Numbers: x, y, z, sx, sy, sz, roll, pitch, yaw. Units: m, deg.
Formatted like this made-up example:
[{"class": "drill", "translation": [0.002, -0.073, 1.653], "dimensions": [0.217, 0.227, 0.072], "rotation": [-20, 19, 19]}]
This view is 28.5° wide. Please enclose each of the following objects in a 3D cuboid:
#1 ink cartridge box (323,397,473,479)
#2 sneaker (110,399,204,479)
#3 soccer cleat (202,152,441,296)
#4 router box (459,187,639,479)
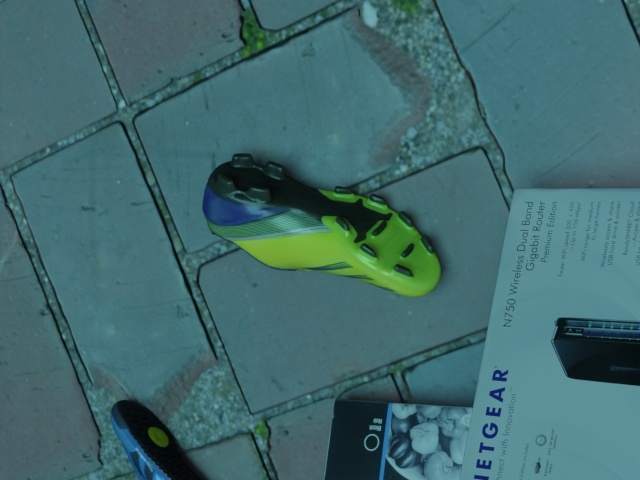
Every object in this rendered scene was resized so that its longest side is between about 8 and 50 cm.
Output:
[{"class": "ink cartridge box", "translation": [0.098, 0.282, 1.378], "dimensions": [0.206, 0.045, 0.208], "rotation": [-1, 76, 28]}, {"class": "sneaker", "translation": [-0.199, 0.292, 1.533], "dimensions": [0.082, 0.069, 0.209], "rotation": [-44, 81, 25]}, {"class": "soccer cleat", "translation": [0.000, -0.001, 1.420], "dimensions": [0.289, 0.093, 0.121], "rotation": [23, 135, 13]}, {"class": "router box", "translation": [0.307, 0.117, 1.193], "dimensions": [0.301, 0.082, 0.336], "rotation": [0, 67, 31]}]
